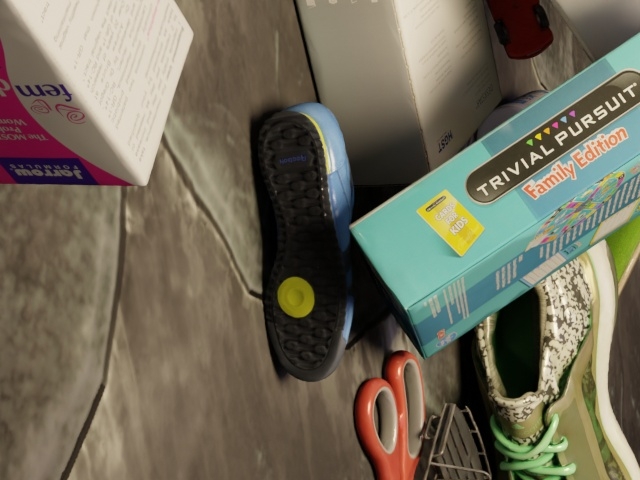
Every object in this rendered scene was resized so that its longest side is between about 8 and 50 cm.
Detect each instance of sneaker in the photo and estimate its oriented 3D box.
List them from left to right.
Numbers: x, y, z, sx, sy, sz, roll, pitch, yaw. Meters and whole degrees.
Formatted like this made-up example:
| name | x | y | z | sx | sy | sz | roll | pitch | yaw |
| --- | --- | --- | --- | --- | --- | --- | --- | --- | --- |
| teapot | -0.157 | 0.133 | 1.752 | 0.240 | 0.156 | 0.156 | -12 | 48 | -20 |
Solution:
| name | x | y | z | sx | sy | sz | roll | pitch | yaw |
| --- | --- | --- | --- | --- | --- | --- | --- | --- | --- |
| sneaker | 0.000 | 0.000 | 1.258 | 0.082 | 0.069 | 0.209 | -15 | 102 | -66 |
| sneaker | 0.198 | 0.175 | 1.559 | 0.182 | 0.158 | 0.410 | -2 | 83 | -60 |

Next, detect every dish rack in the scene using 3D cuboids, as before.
| name | x | y | z | sx | sy | sz | roll | pitch | yaw |
| --- | --- | --- | --- | --- | --- | --- | --- | --- | --- |
| dish rack | 0.123 | 0.289 | 1.454 | 0.208 | 0.074 | 0.271 | 70 | 31 | -48 |

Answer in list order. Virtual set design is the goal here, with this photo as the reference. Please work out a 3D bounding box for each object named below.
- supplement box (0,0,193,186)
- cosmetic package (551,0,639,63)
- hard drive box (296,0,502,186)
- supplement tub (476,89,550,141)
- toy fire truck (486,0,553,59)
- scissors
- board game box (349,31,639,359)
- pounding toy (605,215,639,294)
| name | x | y | z | sx | sy | sz | roll | pitch | yaw |
| --- | --- | --- | --- | --- | --- | --- | --- | --- | --- |
| supplement box | -0.166 | -0.132 | 0.872 | 0.220 | 0.111 | 0.114 | 57 | 39 | -54 |
| cosmetic package | 0.262 | -0.408 | 1.350 | 0.329 | 0.327 | 0.394 | 42 | 23 | -54 |
| hard drive box | 0.063 | -0.185 | 1.365 | 0.181 | 0.089 | 0.232 | -47 | 129 | -54 |
| supplement tub | 0.206 | -0.109 | 1.656 | 0.107 | 0.071 | 0.071 | -27 | 113 | -61 |
| toy fire truck | 0.156 | -0.251 | 1.493 | 0.135 | 0.047 | 0.192 | -9 | 78 | -82 |
| scissors | 0.071 | 0.246 | 1.433 | 0.109 | 0.021 | 0.297 | -21 | 107 | -61 |
| board game box | 0.191 | -0.047 | 1.298 | 0.079 | 0.336 | 0.254 | 56 | -2 | 13 |
| pounding toy | 0.265 | 0.040 | 1.761 | 0.237 | 0.110 | 0.183 | -66 | 169 | 15 |
